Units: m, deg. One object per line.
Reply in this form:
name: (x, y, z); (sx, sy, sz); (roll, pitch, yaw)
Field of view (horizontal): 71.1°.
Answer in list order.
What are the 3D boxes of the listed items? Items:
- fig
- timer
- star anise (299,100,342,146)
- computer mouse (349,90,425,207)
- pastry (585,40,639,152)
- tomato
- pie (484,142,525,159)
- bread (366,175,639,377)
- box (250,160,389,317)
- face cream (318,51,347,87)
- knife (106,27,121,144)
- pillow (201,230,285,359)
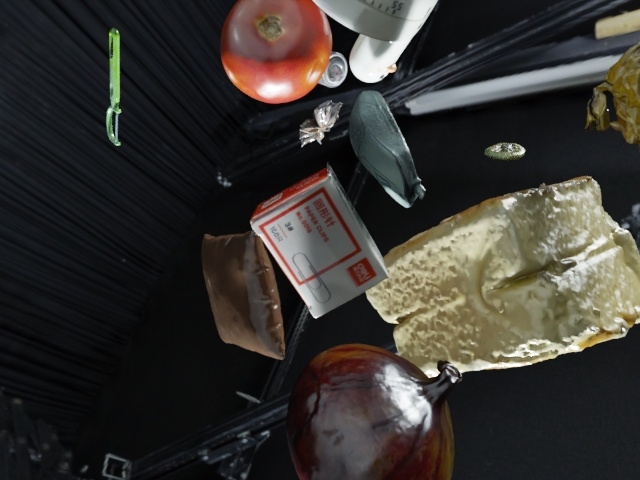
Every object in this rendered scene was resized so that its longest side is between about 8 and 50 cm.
fig: (0.068, 0.242, 0.578); (0.214, 0.235, 0.235); (-50, -153, 46)
timer: (0.067, -0.399, 0.703); (0.240, 0.233, 0.234); (128, -25, -48)
star anise: (-0.012, -0.392, 1.516); (0.195, 0.065, 0.182); (-32, 164, -50)
computer mouse: (0.086, -0.130, 0.655); (0.068, 0.113, 0.229); (-22, -130, 9)
pastry: (0.528, -0.195, 0.697); (0.102, 0.154, 0.250); (-18, -112, -20)
tomato: (-0.075, -0.329, 0.765); (0.195, 0.136, 0.195); (0, -97, 1)
pie: (0.399, -0.193, 0.966); (0.084, 0.021, 0.084); (-7, -151, 4)
bread: (0.345, 0.076, 0.863); (0.390, 0.371, 0.279); (-32, -106, 50)
box: (0.000, 0.000, 0.652); (0.133, 0.182, 0.099); (-28, -163, 8)
face cream: (-0.046, -0.427, 1.059); (0.073, 0.073, 0.283); (-47, -135, -5)
knife: (-0.390, -0.288, 0.841); (0.054, 0.015, 0.212); (39, -52, 33)
pillow: (-0.196, 0.125, 1.115); (0.108, 0.308, 0.305); (-15, -174, -36)
